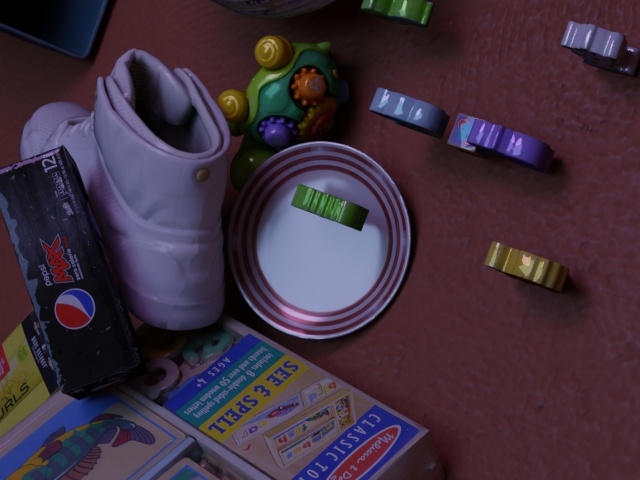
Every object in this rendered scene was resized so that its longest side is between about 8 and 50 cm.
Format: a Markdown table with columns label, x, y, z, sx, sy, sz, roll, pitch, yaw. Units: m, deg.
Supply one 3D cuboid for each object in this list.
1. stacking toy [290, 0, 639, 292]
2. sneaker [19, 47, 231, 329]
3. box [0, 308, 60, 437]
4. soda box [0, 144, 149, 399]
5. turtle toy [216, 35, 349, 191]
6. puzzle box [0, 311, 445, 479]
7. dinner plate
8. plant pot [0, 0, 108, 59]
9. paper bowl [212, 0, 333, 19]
| label | x | y | z | sx | sy | sz | roll | pitch | yaw |
| --- | --- | --- | --- | --- | --- | --- | --- | --- | --- |
| stacking toy | 0.090 | -0.074 | 1.055 | 0.221 | 0.052 | 0.167 | 19 | 88 | 33 |
| sneaker | -0.144 | -0.079 | 1.205 | 0.292 | 0.108 | 0.169 | 44 | 135 | 46 |
| box | -0.245 | 0.136 | 1.308 | 0.232 | 0.058 | 0.087 | -46 | 51 | 22 |
| soda box | -0.177 | 0.024 | 1.121 | 0.060 | 0.053 | 0.169 | -20 | 78 | 0 |
| turtle toy | -0.028 | -0.091 | 1.175 | 0.066 | 0.095 | 0.130 | 42 | 107 | 18 |
| puzzle box | -0.152 | 0.213 | 1.040 | 0.409 | 0.052 | 0.272 | -40 | 42 | -24 |
| dinner plate | 0.000 | 0.000 | 1.137 | 0.141 | 0.017 | 0.141 | -1 | 87 | 24 |
| plant pot | -0.308 | -0.276 | 1.439 | 0.234 | 0.165 | 0.165 | 16 | 87 | 52 |
| paper bowl | -0.012 | -0.302 | 1.182 | 0.284 | 0.148 | 0.284 | -15 | 67 | 38 |
